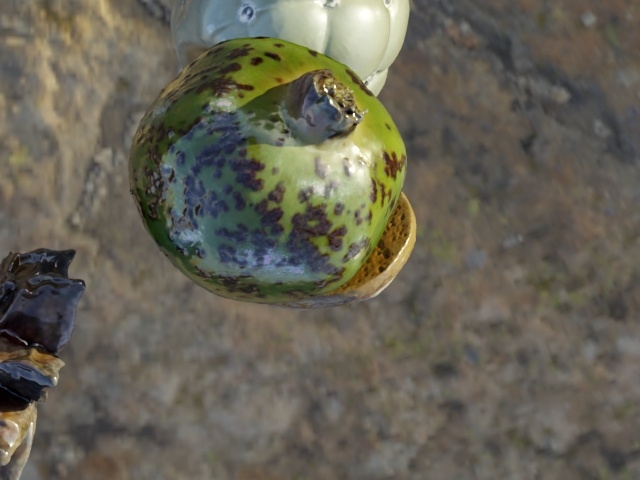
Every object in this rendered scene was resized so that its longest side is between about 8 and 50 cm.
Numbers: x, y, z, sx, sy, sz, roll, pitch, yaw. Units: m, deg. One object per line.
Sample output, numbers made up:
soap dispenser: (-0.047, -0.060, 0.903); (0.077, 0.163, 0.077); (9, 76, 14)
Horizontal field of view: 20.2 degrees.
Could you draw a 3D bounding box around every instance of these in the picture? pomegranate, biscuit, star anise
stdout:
pomegranate: (-0.039, -0.069, 1.630); (0.254, 0.254, 0.270); (23, 144, -22)
biscuit: (0.000, 0.000, 1.801); (0.181, 0.208, 0.049); (-47, 141, -21)
star anise: (-0.295, 0.113, 1.677); (0.109, 0.236, 0.223); (19, 101, -14)

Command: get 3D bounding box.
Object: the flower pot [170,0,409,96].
flower pot: (-0.035, -0.226, 1.862); (0.195, 0.246, 0.246); (-51, 125, -20)
